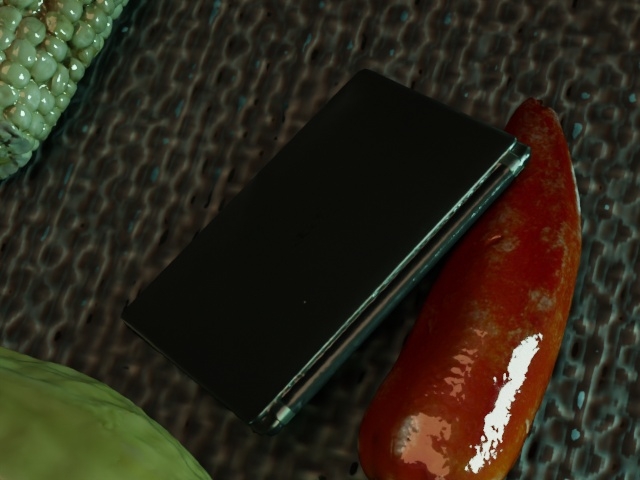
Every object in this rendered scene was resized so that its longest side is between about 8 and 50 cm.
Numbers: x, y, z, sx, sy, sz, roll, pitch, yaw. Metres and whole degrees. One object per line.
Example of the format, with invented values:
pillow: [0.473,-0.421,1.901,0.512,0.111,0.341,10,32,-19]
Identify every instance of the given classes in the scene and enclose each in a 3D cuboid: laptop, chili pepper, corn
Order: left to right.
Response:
corn: [-0.143,-0.118,0.821,0.087,0.087,0.211,19,72,19]
laptop: [0.000,0.000,0.751,0.180,0.016,0.129,-45,42,-12]
chili pepper: [0.071,0.047,0.714,0.071,0.063,0.272,21,67,6]

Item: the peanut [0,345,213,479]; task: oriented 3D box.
peanut: [-0.157,0.122,0.669,0.340,0.158,0.174,14,47,13]
